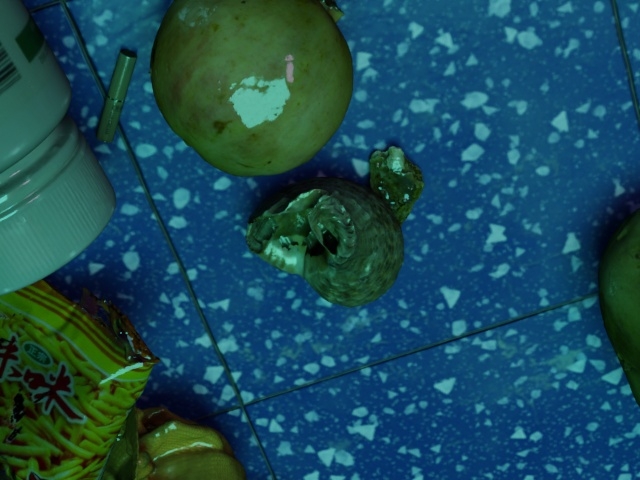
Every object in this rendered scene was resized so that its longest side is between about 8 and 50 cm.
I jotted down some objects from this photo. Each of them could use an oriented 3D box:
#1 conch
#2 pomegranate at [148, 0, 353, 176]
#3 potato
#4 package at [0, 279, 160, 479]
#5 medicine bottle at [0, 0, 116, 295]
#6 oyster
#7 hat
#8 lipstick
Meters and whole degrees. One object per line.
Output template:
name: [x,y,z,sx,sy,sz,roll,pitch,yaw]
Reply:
conch: [0.000,0.000,1.292,0.155,0.207,0.130,-16,75,10]
pomegranate: [-0.061,-0.155,1.182,0.191,0.191,0.191,-2,119,-4]
potato: [0.401,0.090,1.359,0.210,0.173,0.307,-30,120,14]
package: [-0.289,0.156,1.352,0.223,0.108,0.288,34,110,17]
medicine bottle: [-0.336,-0.131,1.155,0.208,0.208,0.340,-23,119,8]
oyster: [0.081,-0.054,1.334,0.051,0.034,0.093,-21,123,15]
hat: [-0.133,0.295,1.422,0.233,0.244,0.233,11,126,-26]
lipstick: [-0.199,-0.140,1.269,0.019,0.019,0.094,14,117,-12]
